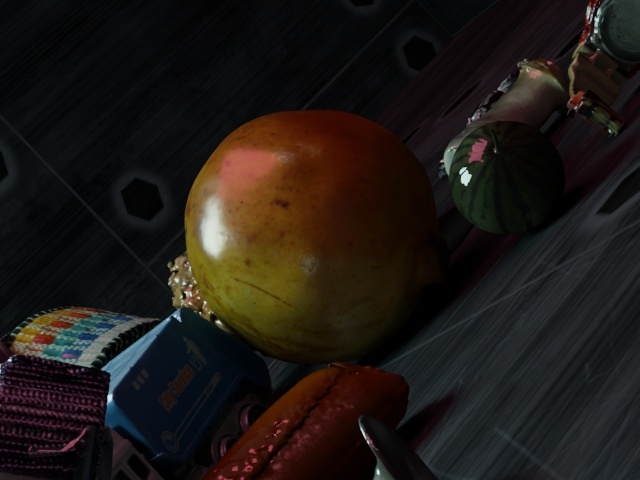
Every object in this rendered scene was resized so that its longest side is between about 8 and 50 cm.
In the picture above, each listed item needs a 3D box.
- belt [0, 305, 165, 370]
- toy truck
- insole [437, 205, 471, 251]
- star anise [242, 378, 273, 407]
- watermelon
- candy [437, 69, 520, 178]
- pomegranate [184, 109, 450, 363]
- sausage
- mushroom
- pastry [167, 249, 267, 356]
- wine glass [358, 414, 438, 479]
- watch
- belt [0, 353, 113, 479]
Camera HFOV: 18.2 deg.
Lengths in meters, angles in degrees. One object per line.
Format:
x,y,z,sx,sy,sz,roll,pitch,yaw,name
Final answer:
-0.254,0.178,2.089,0.160,0.207,0.295,6,15,23,belt
-0.157,0.208,1.841,0.146,0.175,0.367,-39,8,26,toy truck
0.136,-0.004,2.203,0.086,0.005,0.253,-42,6,8,insole
-0.091,0.193,2.125,0.141,0.042,0.141,-47,-6,-7,star anise
0.166,-0.063,1.802,0.105,0.105,0.133,-44,-31,-8,watermelon
0.209,-0.148,2.537,0.094,0.051,0.226,-43,5,39,candy
0.000,0.000,1.948,0.264,0.264,0.264,-43,5,5,pomegranate
-0.053,0.208,1.490,0.330,0.102,0.102,-46,6,-28,sausage
0.211,-0.126,2.206,0.223,0.081,0.092,-46,-13,-48,mushroom
-0.035,0.048,2.250,0.275,0.193,0.275,-30,-19,-11,pastry
-0.018,0.206,1.242,0.202,0.093,0.093,-43,5,10,wine glass
0.304,-0.173,1.898,0.165,0.102,0.268,-49,11,30,watch
-0.229,0.252,1.533,0.260,0.122,0.325,155,125,-81,belt
